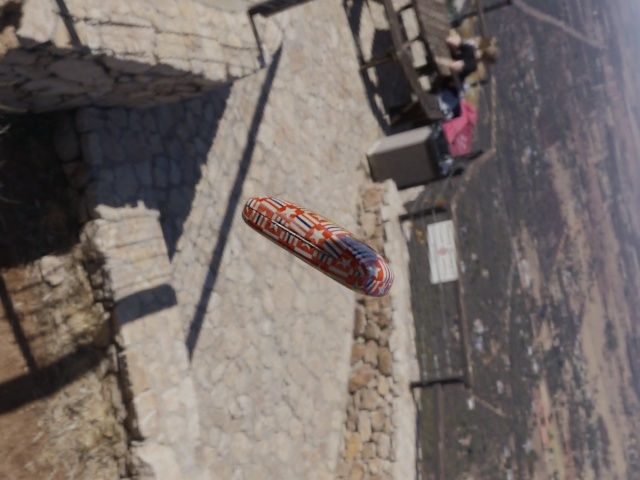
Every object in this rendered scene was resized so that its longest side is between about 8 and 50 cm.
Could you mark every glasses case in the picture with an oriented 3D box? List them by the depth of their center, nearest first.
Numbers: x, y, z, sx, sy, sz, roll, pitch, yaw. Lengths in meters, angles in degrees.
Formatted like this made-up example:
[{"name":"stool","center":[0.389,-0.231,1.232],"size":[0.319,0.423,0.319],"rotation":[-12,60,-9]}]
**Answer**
[{"name":"glasses case","center":[0.000,0.000,0.864],"size":[0.073,0.194,0.049],"rotation":[12,106,-58]}]
